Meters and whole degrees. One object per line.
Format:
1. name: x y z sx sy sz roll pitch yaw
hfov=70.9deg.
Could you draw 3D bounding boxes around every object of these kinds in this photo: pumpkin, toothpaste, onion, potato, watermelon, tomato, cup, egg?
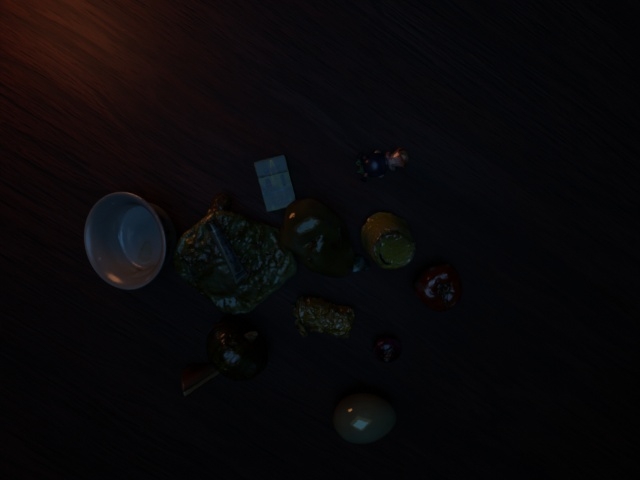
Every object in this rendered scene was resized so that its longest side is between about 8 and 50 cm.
1. pumpkin: -0.304 0.402 1.696 0.260 0.260 0.189 39 98 -6
2. toothpaste: -0.323 0.039 1.553 0.039 0.062 0.239 -5 118 46
3. onion: 0.263 0.433 1.764 0.115 0.104 0.115 4 119 7
4. potato: -0.002 0.001 1.644 0.218 0.202 0.351 -45 111 -4
5. watermelon: 0.150 0.096 1.735 0.085 0.085 0.061 45 139 -7
6. tomato: 0.446 0.172 1.684 0.186 0.151 0.187 0 96 2
7. cup: -0.668 -0.004 1.650 0.347 0.163 0.348 2 97 16
8. egg: 0.175 0.700 1.776 0.253 0.188 0.189 -3 101 -2

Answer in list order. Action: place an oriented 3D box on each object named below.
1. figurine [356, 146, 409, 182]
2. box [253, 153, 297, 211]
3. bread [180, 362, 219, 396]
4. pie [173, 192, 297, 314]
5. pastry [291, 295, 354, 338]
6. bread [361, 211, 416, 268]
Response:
1. figurine: 0.223 -0.287 1.623 0.194 0.102 0.112 -17 97 5
2. box: -0.167 -0.214 1.684 0.121 0.030 0.193 -14 101 4
3. bread: -0.498 0.547 1.802 0.119 0.192 0.067 11 110 37
4. pie: -0.319 0.080 1.674 0.418 0.180 0.395 39 98 -12
5. pastry: 0.003 0.303 1.745 0.249 0.102 0.154 13 98 -3
6. bread: 0.248 0.004 1.648 0.197 0.170 0.197 -3 109 -8
